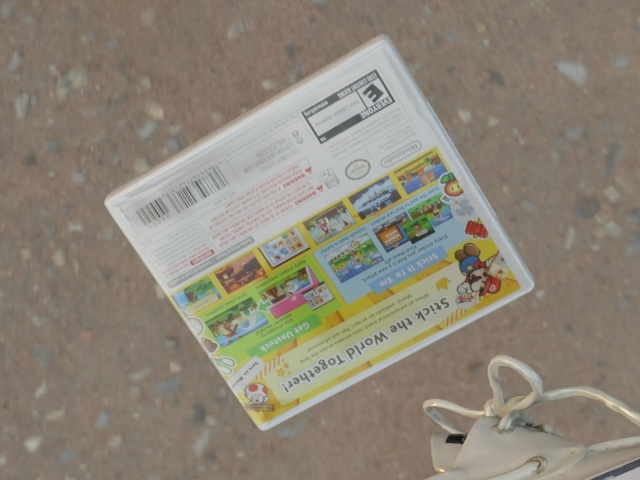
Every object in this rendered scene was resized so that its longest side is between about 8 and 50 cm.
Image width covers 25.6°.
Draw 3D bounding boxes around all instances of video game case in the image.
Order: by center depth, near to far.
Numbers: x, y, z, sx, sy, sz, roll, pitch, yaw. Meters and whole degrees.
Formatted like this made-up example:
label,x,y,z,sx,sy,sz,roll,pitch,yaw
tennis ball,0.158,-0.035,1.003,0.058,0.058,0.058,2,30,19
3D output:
label,x,y,z,sx,sy,sz,roll,pitch,yaw
video game case,0.000,0.000,0.976,0.227,0.026,0.206,-29,106,12

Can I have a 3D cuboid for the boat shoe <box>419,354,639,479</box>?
label,x,y,z,sx,sy,sz,roll,pitch,yaw
boat shoe,0.102,0.145,0.813,0.367,0.156,0.135,-21,143,-3
